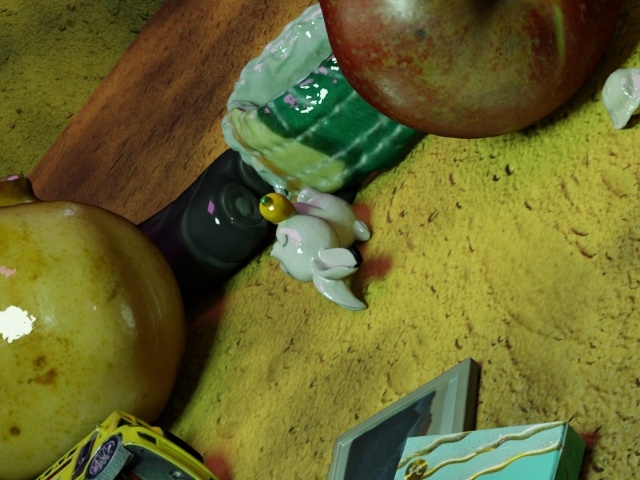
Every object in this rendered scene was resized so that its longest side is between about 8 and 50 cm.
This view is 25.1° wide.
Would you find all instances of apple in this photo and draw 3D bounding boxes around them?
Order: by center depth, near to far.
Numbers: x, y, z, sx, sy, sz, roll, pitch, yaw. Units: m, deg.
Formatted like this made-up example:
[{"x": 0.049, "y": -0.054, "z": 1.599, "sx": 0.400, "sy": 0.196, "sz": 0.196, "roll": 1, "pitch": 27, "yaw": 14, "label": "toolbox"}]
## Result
[{"x": 0.154, "y": -0.278, "z": 1.524, "sx": 0.348, "sy": 0.348, "sz": 0.277, "roll": -55, "pitch": 17, "yaw": -11, "label": "apple"}]

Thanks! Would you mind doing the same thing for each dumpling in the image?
[{"x": 0.299, "y": -0.138, "z": 1.412, "sx": 0.077, "sy": 0.043, "sz": 0.059, "roll": -8, "pitch": 69, "yaw": 54, "label": "dumpling"}]

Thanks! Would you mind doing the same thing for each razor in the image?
[{"x": -0.196, "y": 0.002, "z": 2.038, "sx": 0.349, "sy": 0.113, "sz": 0.204, "roll": -32, "pitch": 27, "yaw": 38, "label": "razor"}]

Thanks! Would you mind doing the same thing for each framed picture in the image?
[{"x": 0.062, "y": 0.244, "z": 1.303, "sx": 0.192, "sy": 0.018, "sz": 0.265, "roll": -36, "pitch": 26, "yaw": 34, "label": "framed picture"}]

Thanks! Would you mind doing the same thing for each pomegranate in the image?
[{"x": -0.378, "y": 0.108, "z": 1.815, "sx": 0.416, "sy": 0.416, "sz": 0.417, "roll": -41, "pitch": 24, "yaw": 23, "label": "pomegranate"}]

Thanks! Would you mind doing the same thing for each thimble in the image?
[{"x": 0.018, "y": -0.186, "z": 1.830, "sx": 0.288, "sy": 0.167, "sz": 0.254, "roll": -41, "pitch": 25, "yaw": 12, "label": "thimble"}]

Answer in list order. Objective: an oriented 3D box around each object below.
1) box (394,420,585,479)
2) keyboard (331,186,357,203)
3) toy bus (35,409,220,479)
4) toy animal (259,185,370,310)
[{"x": 0.111, "y": 0.252, "z": 1.130, "sx": 0.162, "sy": 0.041, "sz": 0.229, "roll": -13, "pitch": 42, "yaw": 38, "label": "box"}, {"x": 0.043, "y": -0.096, "z": 1.872, "sx": 0.053, "sy": 0.010, "sz": 0.155, "roll": -25, "pitch": 33, "yaw": 45, "label": "keyboard"}, {"x": -0.256, "y": 0.307, "z": 1.641, "sx": 0.331, "sy": 0.145, "sz": 0.151, "roll": -40, "pitch": 23, "yaw": 27, "label": "toy bus"}, {"x": 0.000, "y": 0.000, "z": 1.656, "sx": 0.127, "sy": 0.131, "sz": 0.182, "roll": -4, "pitch": 23, "yaw": 14, "label": "toy animal"}]
